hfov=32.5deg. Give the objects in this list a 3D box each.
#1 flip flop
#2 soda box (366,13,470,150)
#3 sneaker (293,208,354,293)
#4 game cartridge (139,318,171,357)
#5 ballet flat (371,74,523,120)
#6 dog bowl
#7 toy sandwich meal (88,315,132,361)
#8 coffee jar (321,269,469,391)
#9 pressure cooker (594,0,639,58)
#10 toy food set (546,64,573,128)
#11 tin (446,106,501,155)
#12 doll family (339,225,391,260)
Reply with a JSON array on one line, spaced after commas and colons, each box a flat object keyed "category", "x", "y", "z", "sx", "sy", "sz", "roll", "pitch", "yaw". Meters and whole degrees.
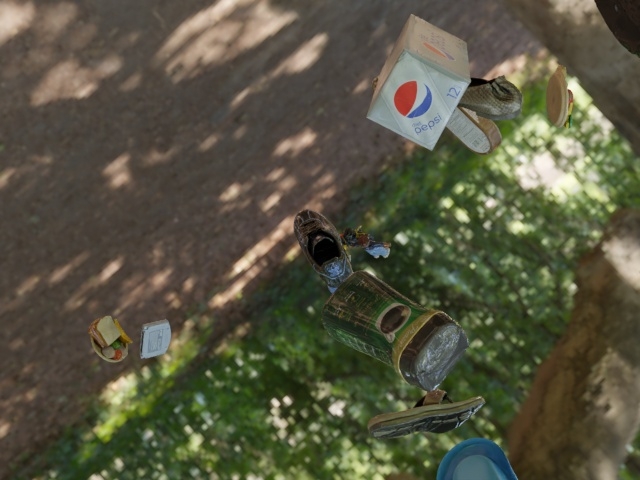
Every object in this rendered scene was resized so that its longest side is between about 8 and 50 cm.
[{"category": "flip flop", "x": 0.213, "y": 0.338, "z": 2.206, "sx": 0.277, "sy": 0.080, "sz": 0.112, "roll": -5, "pitch": 147, "yaw": -27}, {"category": "soda box", "x": 0.127, "y": -0.207, "z": 1.398, "sx": 0.098, "sy": 0.091, "sz": 0.286, "roll": -62, "pitch": -176, "yaw": 21}, {"category": "sneaker", "x": 0.000, "y": 0.000, "z": 2.091, "sx": 0.081, "sy": 0.232, "sz": 0.090, "roll": -29, "pitch": 134, "yaw": -3}, {"category": "game cartridge", "x": -0.304, "y": 0.181, "z": 2.029, "sx": 0.056, "sy": 0.017, "sz": 0.083, "roll": -9, "pitch": 134, "yaw": -25}, {"category": "ballet flat", "x": 0.185, "y": -0.229, "z": 1.634, "sx": 0.084, "sy": 0.250, "sz": 0.058, "roll": -43, "pitch": 135, "yaw": -37}, {"category": "dog bowl", "x": 0.359, "y": 0.555, "z": 2.293, "sx": 0.166, "sy": 0.297, "sz": 0.074, "roll": -35, "pitch": 136, "yaw": 10}, {"category": "toy sandwich meal", "x": -0.362, "y": 0.169, "z": 1.899, "sx": 0.029, "sy": 0.085, "sz": 0.085, "roll": -33, "pitch": 179, "yaw": 34}, {"category": "coffee jar", "x": 0.094, "y": 0.113, "z": 1.380, "sx": 0.096, "sy": 0.184, "sz": 0.079, "roll": -47, "pitch": 135, "yaw": -15}, {"category": "pressure cooker", "x": 0.618, "y": -0.461, "z": 1.553, "sx": 0.420, "sy": 0.375, "sz": 0.370, "roll": -26, "pitch": 131, "yaw": -7}, {"category": "toy food set", "x": 0.338, "y": -0.199, "z": 1.549, "sx": 0.083, "sy": 0.020, "sz": 0.083, "roll": -102, "pitch": -169, "yaw": -55}, {"category": "tin", "x": 0.312, "y": -0.262, "z": 2.391, "sx": 0.040, "sy": 0.189, "sz": 0.106, "roll": -45, "pitch": 178, "yaw": -26}, {"category": "doll family", "x": 0.054, "y": 0.010, "z": 2.281, "sx": 0.193, "sy": 0.076, "sz": 0.111, "roll": -16, "pitch": 156, "yaw": 19}]
